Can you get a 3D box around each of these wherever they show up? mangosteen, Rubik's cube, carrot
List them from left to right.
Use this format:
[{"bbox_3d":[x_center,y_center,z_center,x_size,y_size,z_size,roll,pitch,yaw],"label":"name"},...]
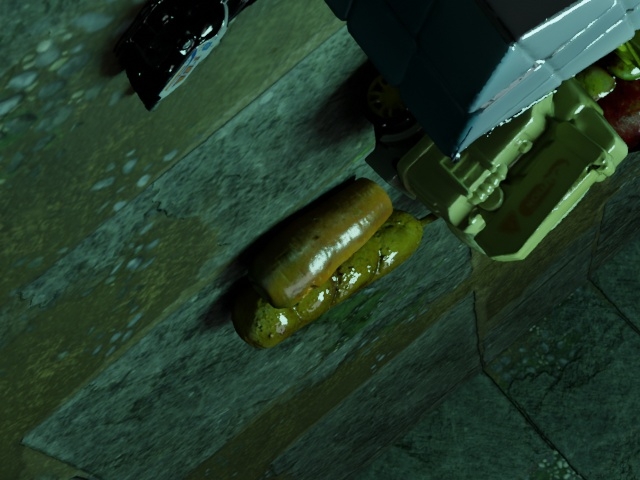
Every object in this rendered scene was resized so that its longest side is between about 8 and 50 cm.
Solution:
[{"bbox_3d":[0.000,0.000,1.685,0.193,0.087,0.087,-41,163,-16],"label":"carrot"},{"bbox_3d":[0.142,-0.239,1.113,0.221,0.225,0.231,-33,169,-18],"label":"Rubik's cube"},{"bbox_3d":[0.396,-0.214,1.890,0.200,0.200,0.200,-37,162,-14],"label":"mangosteen"}]

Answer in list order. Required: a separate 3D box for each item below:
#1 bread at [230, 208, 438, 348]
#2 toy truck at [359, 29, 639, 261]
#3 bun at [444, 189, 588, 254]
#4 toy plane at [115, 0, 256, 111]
[{"bbox_3d":[0.026,0.032,1.811,0.344,0.084,0.124,-31,-178,-31],"label":"bread"},{"bbox_3d":[0.240,-0.176,1.485,0.405,0.254,0.180,-45,159,8],"label":"toy truck"},{"bbox_3d":[0.258,-0.098,1.875,0.244,0.153,0.244,-26,150,-17],"label":"bun"},{"bbox_3d":[-0.095,-0.174,1.122,0.197,0.053,0.078,-47,170,21],"label":"toy plane"}]
